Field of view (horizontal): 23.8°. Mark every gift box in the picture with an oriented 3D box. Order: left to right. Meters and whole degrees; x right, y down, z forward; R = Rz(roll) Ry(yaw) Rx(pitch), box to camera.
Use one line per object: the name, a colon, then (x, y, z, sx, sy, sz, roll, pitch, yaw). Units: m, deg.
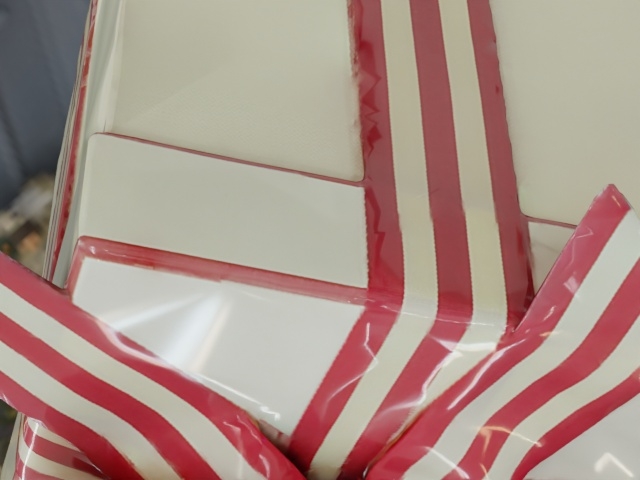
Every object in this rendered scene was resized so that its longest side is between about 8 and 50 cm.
gift box: (0.000, 0.000, 0.581, 0.255, 0.258, 0.276, 7, 143, -9)
